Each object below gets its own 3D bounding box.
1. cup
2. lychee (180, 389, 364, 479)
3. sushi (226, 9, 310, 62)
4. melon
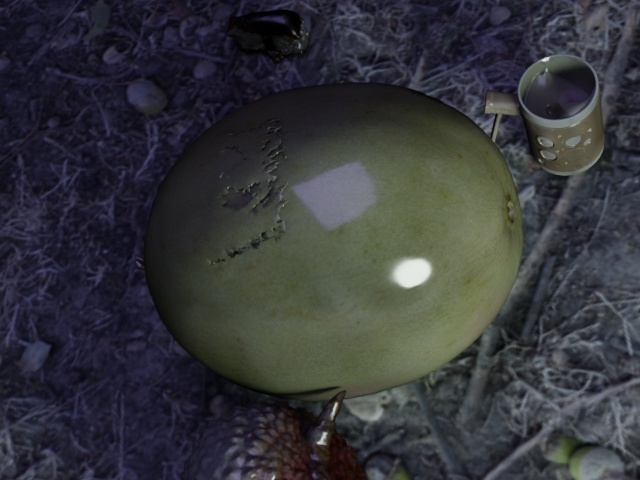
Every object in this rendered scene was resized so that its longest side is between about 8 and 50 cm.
[{"bbox_3d":[0.207,-0.105,1.388,0.102,0.099,0.074,-23,56,2],"label":"cup"},{"bbox_3d":[-0.033,0.205,1.226,0.197,0.165,0.165,-53,54,21],"label":"lychee"},{"bbox_3d":[-0.055,-0.211,1.555,0.083,0.046,0.044,1,60,15],"label":"sushi"},{"bbox_3d":[0.000,0.000,1.283,0.330,0.268,0.268,-7,58,20],"label":"melon"}]
